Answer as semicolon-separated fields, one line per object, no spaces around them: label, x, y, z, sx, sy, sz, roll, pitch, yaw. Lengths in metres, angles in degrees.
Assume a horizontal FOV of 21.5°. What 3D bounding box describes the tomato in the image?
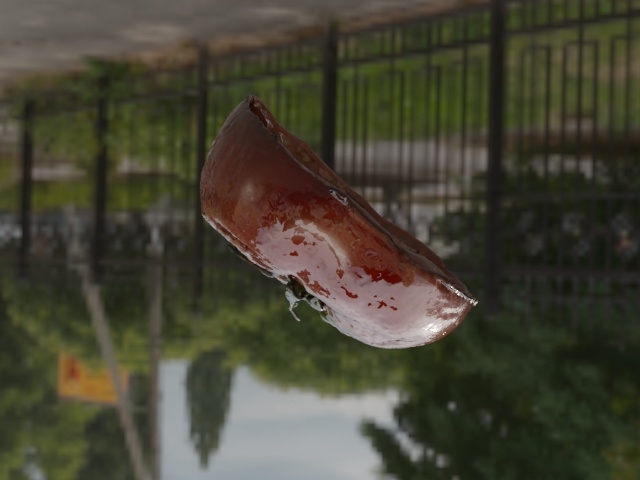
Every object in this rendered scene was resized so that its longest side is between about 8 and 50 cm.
tomato;-0.004;0.001;1.170;0.228;0.101;0.228;41;-178;-1
